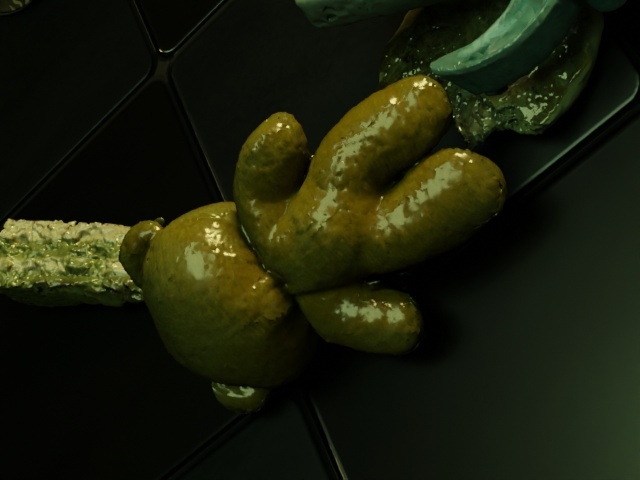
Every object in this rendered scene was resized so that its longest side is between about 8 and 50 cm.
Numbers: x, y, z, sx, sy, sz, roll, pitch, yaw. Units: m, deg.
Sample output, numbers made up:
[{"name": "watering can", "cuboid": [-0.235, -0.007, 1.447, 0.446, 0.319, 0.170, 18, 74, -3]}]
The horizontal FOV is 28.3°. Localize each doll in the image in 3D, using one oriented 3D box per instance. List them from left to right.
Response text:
[{"name": "doll", "cuboid": [0.000, 0.000, 0.662, 0.209, 0.097, 0.137, -31, 98, 23]}]

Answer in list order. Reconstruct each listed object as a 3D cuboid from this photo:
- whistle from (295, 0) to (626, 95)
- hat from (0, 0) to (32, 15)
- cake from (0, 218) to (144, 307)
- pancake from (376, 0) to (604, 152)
[{"name": "whistle", "cuboid": [0.103, -0.179, 0.616, 0.274, 0.093, 0.186, -22, 57, 27]}, {"name": "hat", "cuboid": [-0.243, -0.229, 0.951, 0.121, 0.050, 0.121, -11, 70, 33]}, {"name": "cake", "cuboid": [-0.148, 0.013, 0.796, 0.140, 0.055, 0.051, -4, 67, 36]}, {"name": "pancake", "cuboid": [0.087, -0.104, 0.661, 0.129, 0.022, 0.116, 25, 86, 42]}]
